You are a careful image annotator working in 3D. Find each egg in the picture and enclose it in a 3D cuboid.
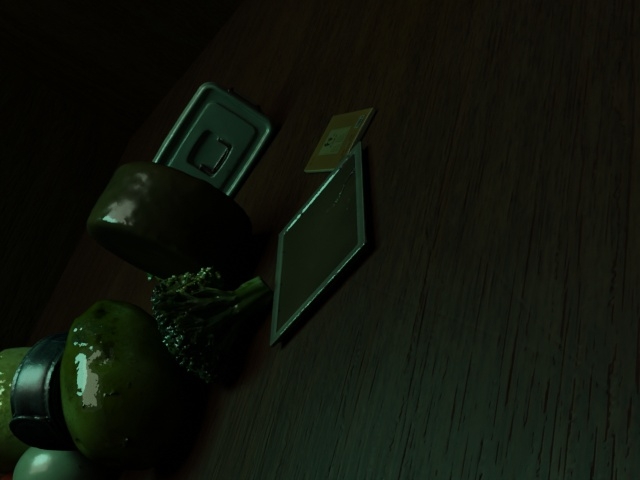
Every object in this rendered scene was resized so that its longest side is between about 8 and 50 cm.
[{"bbox_3d":[-0.482,0.438,1.678,0.192,0.149,0.149,-16,38,21],"label":"egg"}]

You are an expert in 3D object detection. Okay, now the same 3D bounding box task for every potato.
[{"bbox_3d":[-0.324,0.235,1.479,0.216,0.216,0.304,-50,48,24],"label":"potato"}]

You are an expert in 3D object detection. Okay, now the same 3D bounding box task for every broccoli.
[{"bbox_3d":[-0.158,0.120,1.433,0.194,0.194,0.220,-59,-4,0],"label":"broccoli"}]

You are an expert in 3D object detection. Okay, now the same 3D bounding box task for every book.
[{"bbox_3d":[0.031,-0.170,1.547,0.118,0.012,0.172,-61,20,-8],"label":"book"}]

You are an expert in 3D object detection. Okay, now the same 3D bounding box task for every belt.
[{"bbox_3d":[-0.448,0.269,1.601,0.116,0.206,0.267,-3,7,24],"label":"belt"}]

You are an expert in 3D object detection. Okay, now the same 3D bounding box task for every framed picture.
[{"bbox_3d":[0.000,0.000,1.363,0.231,0.018,0.293,-48,22,28],"label":"framed picture"}]

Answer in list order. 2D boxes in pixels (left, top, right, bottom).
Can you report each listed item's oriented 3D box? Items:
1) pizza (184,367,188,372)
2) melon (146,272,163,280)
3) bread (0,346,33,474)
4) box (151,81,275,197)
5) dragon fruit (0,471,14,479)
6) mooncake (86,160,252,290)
[{"bbox_3d":[-0.243,0.177,1.629,0.161,0.062,0.182,-63,18,-18],"label":"pizza"},{"bbox_3d":[-0.367,0.057,2.161,0.262,0.053,0.114,150,128,-61],"label":"melon"},{"bbox_3d":[-0.602,0.369,1.864,0.320,0.320,0.237,-34,34,50],"label":"bread"},{"bbox_3d":[-0.245,-0.210,2.035,0.294,0.193,0.167,-55,11,11],"label":"box"},{"bbox_3d":[-0.639,0.585,1.740,0.305,0.226,0.305,171,90,-73],"label":"dragon fruit"},{"bbox_3d":[-0.270,-0.026,1.657,0.284,0.284,0.155,-19,43,61],"label":"mooncake"}]
